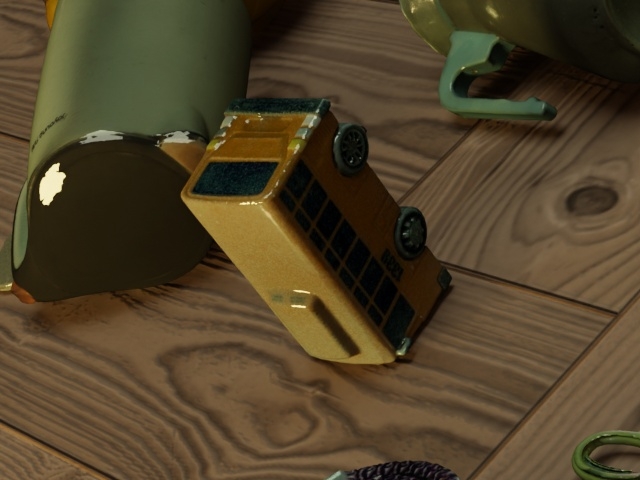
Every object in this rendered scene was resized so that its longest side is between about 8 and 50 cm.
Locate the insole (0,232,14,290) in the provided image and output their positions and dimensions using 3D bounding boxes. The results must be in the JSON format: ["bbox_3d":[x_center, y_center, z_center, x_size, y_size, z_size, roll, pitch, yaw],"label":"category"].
[{"bbox_3d":[-0.215,-0.025,1.632,0.063,0.010,0.192,-1,41,37],"label":"insole"}]

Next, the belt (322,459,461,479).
[{"bbox_3d":[-0.041,0.238,1.004,0.325,0.122,0.260,-35,21,-6],"label":"belt"}]

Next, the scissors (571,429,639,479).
[{"bbox_3d":[0.236,0.111,1.074,0.133,0.020,0.187,-38,31,-21],"label":"scissors"}]

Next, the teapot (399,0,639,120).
[{"bbox_3d":[0.167,-0.184,1.434,0.225,0.171,0.203,6,77,53],"label":"teapot"}]

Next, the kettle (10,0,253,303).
[{"bbox_3d":[-0.157,-0.073,1.535,0.240,0.165,0.255,-40,30,29],"label":"kettle"}]

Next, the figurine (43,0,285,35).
[{"bbox_3d":[-0.133,-0.240,1.731,0.257,0.192,0.167,-34,51,39],"label":"figurine"}]

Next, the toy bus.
[{"bbox_3d":[0.000,0.000,1.274,0.091,0.182,0.103,3,52,40],"label":"toy bus"}]
